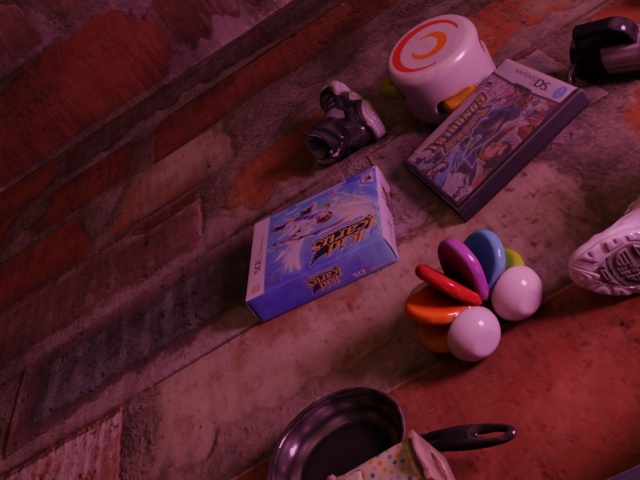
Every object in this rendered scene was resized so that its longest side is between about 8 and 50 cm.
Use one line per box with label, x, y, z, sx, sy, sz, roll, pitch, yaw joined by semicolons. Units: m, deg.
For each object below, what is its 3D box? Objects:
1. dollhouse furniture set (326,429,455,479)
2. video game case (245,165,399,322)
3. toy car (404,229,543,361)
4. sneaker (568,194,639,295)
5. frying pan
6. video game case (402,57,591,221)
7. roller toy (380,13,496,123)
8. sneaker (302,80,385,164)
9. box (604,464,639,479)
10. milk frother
dollhouse furniture set;0.063;0.319;0.855;0.182;0.101;0.161;-33;46;11
video game case;0.000;0.000;1.467;0.269;0.061;0.244;-26;31;16
toy car;0.190;0.060;1.101;0.182;0.136;0.159;-41;29;-10
sneaker;0.413;-0.010;1.043;0.232;0.090;0.115;-25;23;1
frying pan;0.079;0.244;1.033;0.326;0.053;0.197;-26;31;13
video game case;0.289;-0.182;1.412;0.275;0.035;0.248;-45;29;5
roller toy;0.242;-0.330;1.615;0.209;0.146;0.191;11;61;45
sneaker;0.021;-0.252;1.770;0.153;0.101;0.268;-35;31;-6
box;0.252;0.365;0.510;0.293;0.212;0.395;-28;29;12
milk frother;0.484;-0.292;1.378;0.135;0.129;0.143;1;88;47
